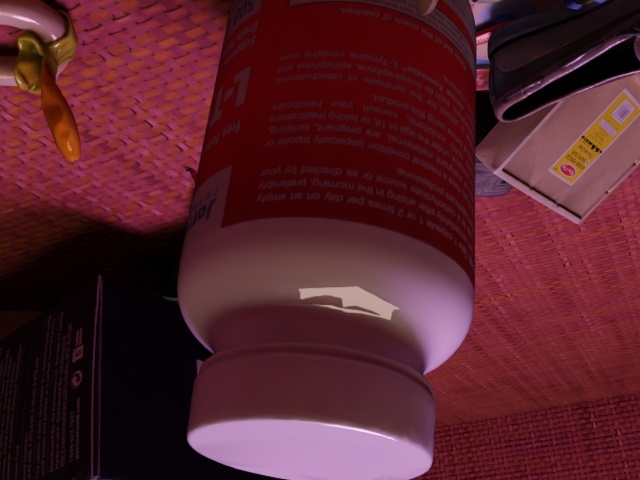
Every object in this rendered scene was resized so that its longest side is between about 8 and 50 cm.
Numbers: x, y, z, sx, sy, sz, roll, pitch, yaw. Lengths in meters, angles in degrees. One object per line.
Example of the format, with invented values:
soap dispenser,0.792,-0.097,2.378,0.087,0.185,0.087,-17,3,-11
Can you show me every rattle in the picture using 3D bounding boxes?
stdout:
rattle,-0.316,-0.145,0.717,0.199,0.143,0.130,6,173,-37

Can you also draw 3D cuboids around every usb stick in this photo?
usb stick,-0.176,0.077,1.341,0.278,0.045,0.077,18,145,-41

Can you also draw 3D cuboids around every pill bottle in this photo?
pill bottle,0.011,-0.027,0.672,0.228,0.408,0.229,5,151,3

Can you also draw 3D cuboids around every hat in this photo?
hat,-0.153,-0.019,1.167,0.172,0.184,0.208,-11,-169,-36

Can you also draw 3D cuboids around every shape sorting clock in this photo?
shape sorting clock,0.175,-0.208,0.785,0.206,0.040,0.206,-5,156,-2

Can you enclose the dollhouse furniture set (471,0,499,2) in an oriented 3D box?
dollhouse furniture set,0.177,-0.240,0.644,0.076,0.059,0.152,-18,143,-19

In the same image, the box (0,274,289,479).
box,-0.292,0.339,1.254,0.471,0.298,0.479,-31,141,28

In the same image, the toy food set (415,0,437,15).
toy food set,0.126,-0.272,0.567,0.071,0.128,0.218,-19,167,-34

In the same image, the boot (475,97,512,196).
boot,0.168,-0.094,0.983,0.246,0.084,0.161,2,156,-27

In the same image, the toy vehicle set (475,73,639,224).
toy vehicle set,0.286,-0.113,0.899,0.166,0.035,0.266,-48,147,16

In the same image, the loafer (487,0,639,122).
loafer,0.260,-0.160,0.691,0.096,0.084,0.267,23,157,-40

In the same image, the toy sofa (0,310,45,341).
toy sofa,-0.454,0.202,1.434,0.362,0.150,0.177,1,154,-14
